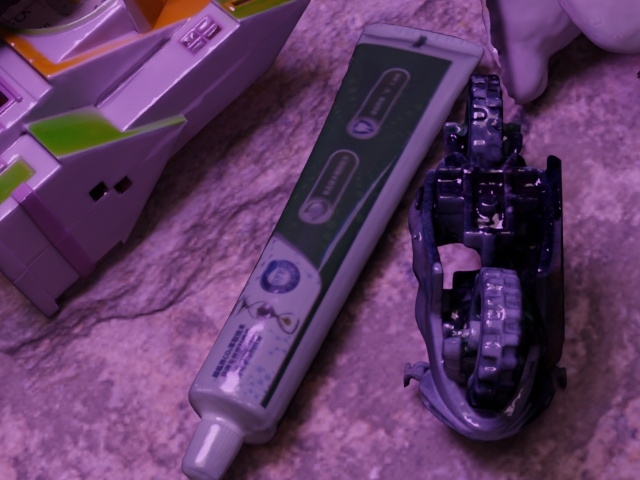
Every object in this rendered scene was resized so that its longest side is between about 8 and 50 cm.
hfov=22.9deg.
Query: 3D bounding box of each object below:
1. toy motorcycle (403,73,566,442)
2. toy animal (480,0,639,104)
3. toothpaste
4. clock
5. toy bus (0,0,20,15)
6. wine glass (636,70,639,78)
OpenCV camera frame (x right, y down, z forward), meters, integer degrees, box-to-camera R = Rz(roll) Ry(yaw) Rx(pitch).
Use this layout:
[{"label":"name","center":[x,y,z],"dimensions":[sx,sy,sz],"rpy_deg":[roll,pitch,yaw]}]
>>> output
[{"label":"toy motorcycle","center":[0.107,0.020,1.013],"dimensions":[0.106,0.159,0.270],"rpy_deg":[1,41,3]},{"label":"toy animal","center":[0.221,-0.243,1.120],"dimensions":[0.289,0.174,0.249],"rpy_deg":[-28,56,-3]},{"label":"toothpaste","center":[0.000,0.000,1.090],"dimensions":[0.098,0.061,0.392],"rpy_deg":[15,60,23]},{"label":"clock","center":[-0.178,-0.143,1.157],"dimensions":[0.309,0.166,0.235],"rpy_deg":[-43,58,-10]},{"label":"toy bus","center":[-0.350,-0.116,1.069],"dimensions":[0.408,0.093,0.092],"rpy_deg":[-34,52,10]},{"label":"wine glass","center":[0.257,-0.055,1.051],"dimensions":[0.072,0.072,0.155],"rpy_deg":[-8,57,9]}]
